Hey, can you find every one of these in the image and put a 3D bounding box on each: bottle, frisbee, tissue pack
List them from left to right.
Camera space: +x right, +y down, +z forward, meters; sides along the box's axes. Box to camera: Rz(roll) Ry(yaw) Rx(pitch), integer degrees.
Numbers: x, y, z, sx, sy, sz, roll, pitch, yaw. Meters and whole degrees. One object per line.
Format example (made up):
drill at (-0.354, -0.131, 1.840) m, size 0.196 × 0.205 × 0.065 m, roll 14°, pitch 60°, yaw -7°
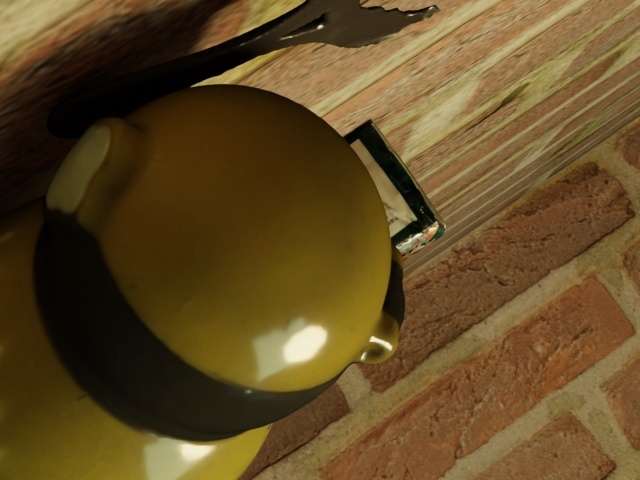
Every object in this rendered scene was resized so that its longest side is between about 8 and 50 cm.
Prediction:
bottle at (-0.108, 0.059, 0.638) m, size 0.351 × 0.171 × 0.171 m, roll -41°, pitch 171°, yaw 38°
frisbee at (-0.004, -0.093, 0.586) m, size 0.211 × 0.012 × 0.187 m, roll -27°, pitch 174°, yaw 24°
tissue pack at (0.001, 0.000, 1.035) m, size 0.170 × 0.103 × 0.090 m, roll -36°, pitch 166°, yaw 2°
